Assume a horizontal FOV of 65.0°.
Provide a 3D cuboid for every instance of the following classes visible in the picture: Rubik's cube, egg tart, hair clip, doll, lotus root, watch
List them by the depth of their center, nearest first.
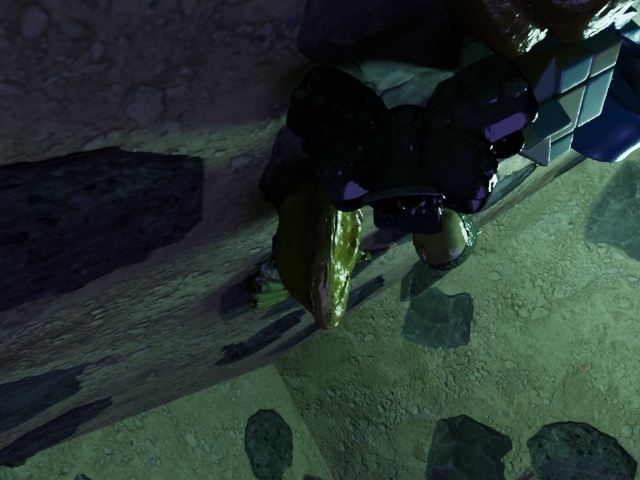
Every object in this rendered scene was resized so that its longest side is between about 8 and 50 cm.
[{"bbox_3d":[0.200,-0.284,0.495,0.180,0.199,0.188,-20,155,-51],"label":"lotus root"},{"bbox_3d":[0.114,-0.120,0.663,0.311,0.206,0.194,1,166,13],"label":"hair clip"},{"bbox_3d":[0.295,-0.240,0.788,0.213,0.265,0.224,-29,138,-13],"label":"Rubik's cube"},{"bbox_3d":[0.000,0.000,0.971,0.133,0.344,0.345,7,172,14],"label":"egg tart"},{"bbox_3d":[0.577,-0.304,1.005,0.306,0.274,0.241,-17,160,-26],"label":"watch"},{"bbox_3d":[0.435,-0.022,1.774,0.247,0.247,0.350,-38,169,27],"label":"doll"}]

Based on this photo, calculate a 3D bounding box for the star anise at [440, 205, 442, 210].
[{"bbox_3d":[0.346,-0.167,1.502,0.227,0.219,0.148,-114,-136,-67],"label":"star anise"}]

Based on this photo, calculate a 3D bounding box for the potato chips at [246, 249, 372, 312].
[{"bbox_3d":[-0.043,0.090,1.437,0.374,0.097,0.389,-27,167,9],"label":"potato chips"}]
